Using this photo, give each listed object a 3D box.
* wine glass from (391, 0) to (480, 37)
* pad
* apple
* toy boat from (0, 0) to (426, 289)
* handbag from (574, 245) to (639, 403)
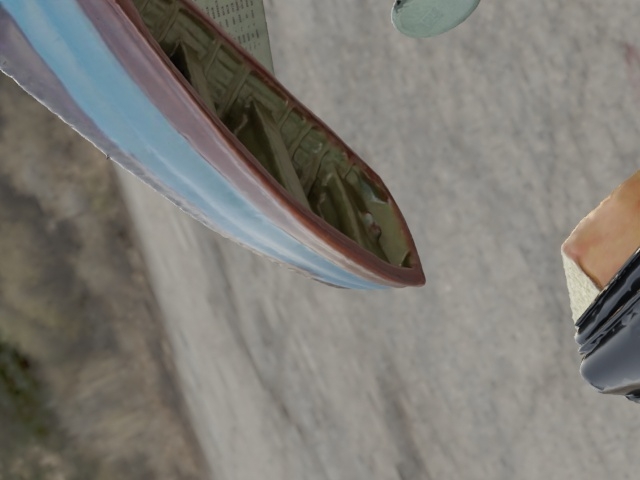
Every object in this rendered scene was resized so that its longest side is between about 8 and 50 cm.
[{"bbox_3d":[0.049,-0.211,1.053,0.073,0.073,0.155,81,170,-60],"label":"wine glass"},{"bbox_3d":[-0.140,-0.262,1.989,0.009,0.159,0.265,46,153,47],"label":"pad"},{"bbox_3d":[0.449,0.034,1.834,0.314,0.309,0.252,57,173,-9],"label":"apple"},{"bbox_3d":[-0.054,-0.061,0.873,0.392,0.079,0.136,35,-152,-53],"label":"toy boat"},{"bbox_3d":[0.317,0.046,0.830,0.342,0.288,0.152,33,-143,-25],"label":"handbag"}]
